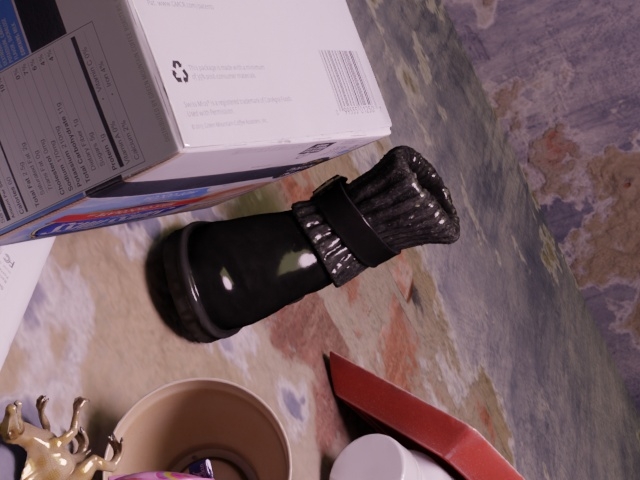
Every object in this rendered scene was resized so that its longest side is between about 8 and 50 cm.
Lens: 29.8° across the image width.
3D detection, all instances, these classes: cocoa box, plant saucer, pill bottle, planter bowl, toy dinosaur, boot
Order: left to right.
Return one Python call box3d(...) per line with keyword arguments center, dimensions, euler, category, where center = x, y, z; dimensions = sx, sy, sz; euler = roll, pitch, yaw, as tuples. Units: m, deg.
box3d(center=(-0.206, 0.191, 0.983), dimensions=(0.183, 0.053, 0.092), euler=(61, 40, -22), category="toy dinosaur")
box3d(center=(-0.141, -0.149, 1.029), dimensions=(0.347, 0.228, 0.231), euler=(-15, 84, -60), category="cocoa box")
box3d(center=(-0.104, 0.215, 1.067), dimensions=(0.109, 0.162, 0.162), euler=(87, -7, -64), category="planter bowl")
box3d(center=(-0.001, -0.004, 1.337), dimensions=(0.131, 0.260, 0.348), euler=(69, 21, 0), category="boot")
box3d(center=(0.111, 0.330, 1.468), dimensions=(0.229, 0.131, 0.131), euler=(47, 30, -43), category="pill bottle")
box3d(center=(0.145, 0.262, 1.549), dimensions=(0.047, 0.259, 0.258), euler=(-55, 135, -12), category="plant saucer")

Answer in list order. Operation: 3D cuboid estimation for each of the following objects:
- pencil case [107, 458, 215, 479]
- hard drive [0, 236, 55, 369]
box3d(center=(-0.122, 0.314, 0.907), dimensions=(0.124, 0.124, 0.284), euler=(18, 61, -63), category="pencil case")
box3d(center=(-0.294, -0.059, 0.995), dimensions=(0.203, 0.040, 0.307), euler=(55, 25, -31), category="hard drive")
